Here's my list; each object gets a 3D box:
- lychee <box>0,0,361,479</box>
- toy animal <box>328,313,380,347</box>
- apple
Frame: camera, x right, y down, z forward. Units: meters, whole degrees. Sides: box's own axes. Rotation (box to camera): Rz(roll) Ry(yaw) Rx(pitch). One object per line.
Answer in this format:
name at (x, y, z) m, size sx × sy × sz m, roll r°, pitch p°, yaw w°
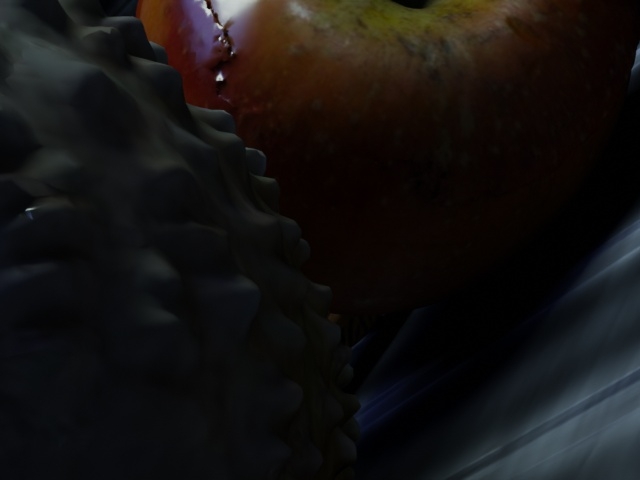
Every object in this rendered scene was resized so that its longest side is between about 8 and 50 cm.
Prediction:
lychee at (-0.160, 0.084, 0.541) m, size 0.380 × 0.380 × 0.432 m, roll -45°, pitch -21°, yaw 21°
toy animal at (-0.001, 0.047, 0.930) m, size 0.241 × 0.057 × 0.099 m, roll -44°, pitch 2°, yaw -32°
apple at (0.028, -0.087, 0.798) m, size 0.206 × 0.252 × 0.271 m, roll 110°, pitch 180°, yaw -57°
